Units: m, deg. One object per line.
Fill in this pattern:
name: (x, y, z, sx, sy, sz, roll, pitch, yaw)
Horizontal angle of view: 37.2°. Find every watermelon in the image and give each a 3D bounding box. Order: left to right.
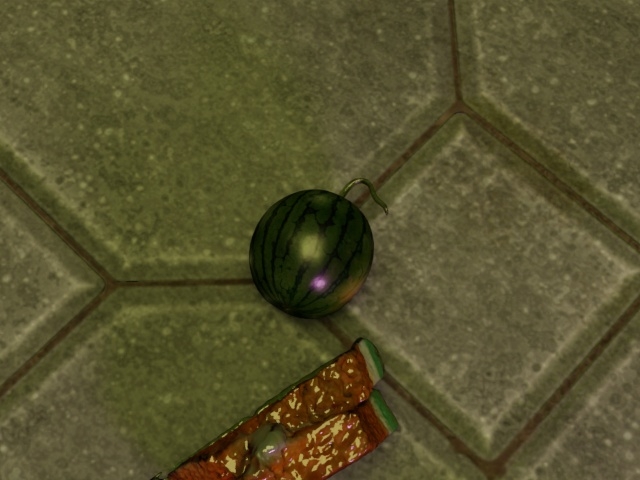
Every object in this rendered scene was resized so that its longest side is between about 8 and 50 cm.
watermelon: (0.000, 0.000, 1.096, 0.141, 0.140, 0.187, 25, 62, 9)

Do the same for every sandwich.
sandwich: (-0.031, 0.216, 0.990, 0.292, 0.212, 0.109, -32, 87, -25)
